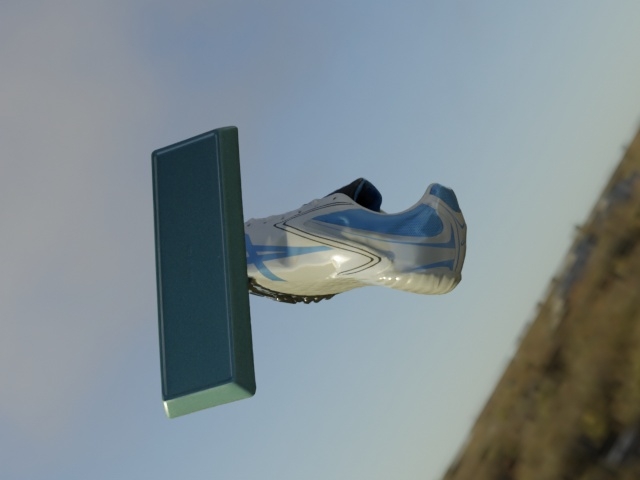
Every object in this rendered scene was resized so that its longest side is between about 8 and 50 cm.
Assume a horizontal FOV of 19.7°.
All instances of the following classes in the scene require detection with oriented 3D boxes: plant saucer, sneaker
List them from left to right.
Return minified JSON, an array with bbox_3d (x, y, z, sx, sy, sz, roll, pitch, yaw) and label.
[{"bbox_3d":[-0.079,0.016,1.187,0.018,0.067,0.192,36,-137,-53],"label":"plant saucer"},{"bbox_3d":[0.000,0.000,1.354,0.085,0.237,0.086,25,-114,-57],"label":"sneaker"}]
